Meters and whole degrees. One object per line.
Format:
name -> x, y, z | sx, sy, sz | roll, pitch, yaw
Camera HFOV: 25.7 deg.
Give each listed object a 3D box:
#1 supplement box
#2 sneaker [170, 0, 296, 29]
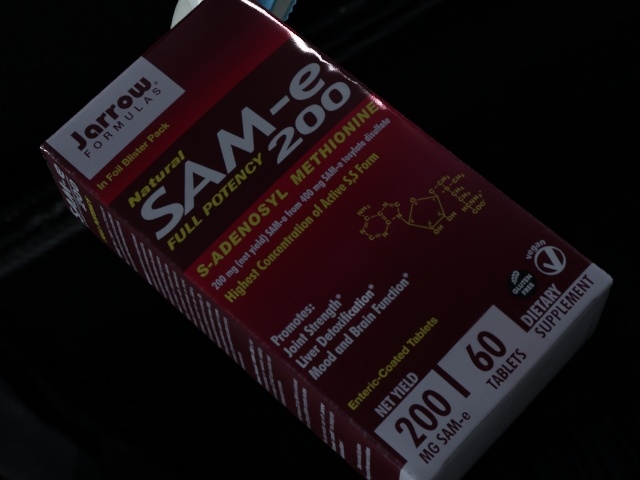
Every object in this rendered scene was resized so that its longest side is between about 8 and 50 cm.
supplement box -> 0.000, 0.000, 0.657 | 0.130, 0.239, 0.073 | -45, -19, -16
sneaker -> -0.046, -0.191, 0.805 | 0.092, 0.087, 0.228 | 9, -43, -26
